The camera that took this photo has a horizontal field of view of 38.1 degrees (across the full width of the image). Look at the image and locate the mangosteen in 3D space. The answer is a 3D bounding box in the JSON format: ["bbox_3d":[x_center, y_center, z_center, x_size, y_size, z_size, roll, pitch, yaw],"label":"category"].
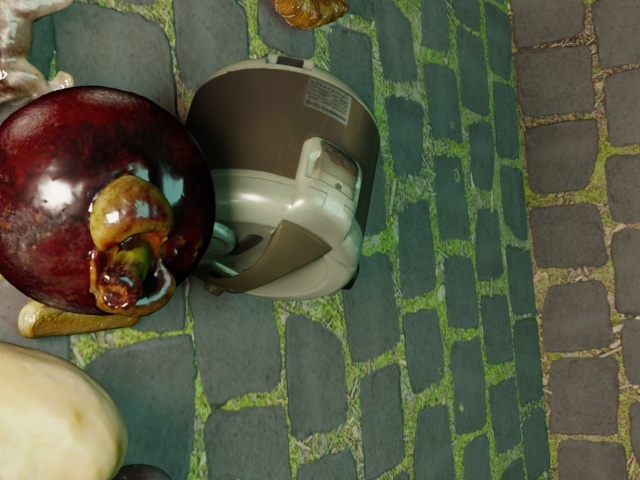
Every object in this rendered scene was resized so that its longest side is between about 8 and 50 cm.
[{"bbox_3d":[-0.263,-0.048,1.125,0.297,0.293,0.297,5,81,-35],"label":"mangosteen"}]

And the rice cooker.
[{"bbox_3d":[-0.071,-0.076,1.425,0.335,0.335,0.325,48,44,-45],"label":"rice cooker"}]

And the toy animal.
[{"bbox_3d":[-0.394,-0.266,1.131,0.169,0.121,0.233,-21,113,-42],"label":"toy animal"}]

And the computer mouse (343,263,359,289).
[{"bbox_3d":[0.000,0.000,1.779,0.217,0.074,0.122,64,33,-19],"label":"computer mouse"}]

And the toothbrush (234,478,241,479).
[{"bbox_3d":[-0.198,0.416,1.417,0.276,0.025,0.019,-11,93,-59],"label":"toothbrush"}]

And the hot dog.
[{"bbox_3d":[-0.320,0.092,1.249,0.216,0.047,0.066,-4,125,-59],"label":"hot dog"}]

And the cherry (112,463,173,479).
[{"bbox_3d":[-0.257,0.400,1.257,0.148,0.115,0.188,103,1,-73],"label":"cherry"}]

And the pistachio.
[{"bbox_3d":[-0.354,0.216,1.007,0.321,0.229,0.238,34,14,-46],"label":"pistachio"}]

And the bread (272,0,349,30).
[{"bbox_3d":[-0.031,-0.462,1.808,0.233,0.076,0.104,-3,75,-53],"label":"bread"}]
